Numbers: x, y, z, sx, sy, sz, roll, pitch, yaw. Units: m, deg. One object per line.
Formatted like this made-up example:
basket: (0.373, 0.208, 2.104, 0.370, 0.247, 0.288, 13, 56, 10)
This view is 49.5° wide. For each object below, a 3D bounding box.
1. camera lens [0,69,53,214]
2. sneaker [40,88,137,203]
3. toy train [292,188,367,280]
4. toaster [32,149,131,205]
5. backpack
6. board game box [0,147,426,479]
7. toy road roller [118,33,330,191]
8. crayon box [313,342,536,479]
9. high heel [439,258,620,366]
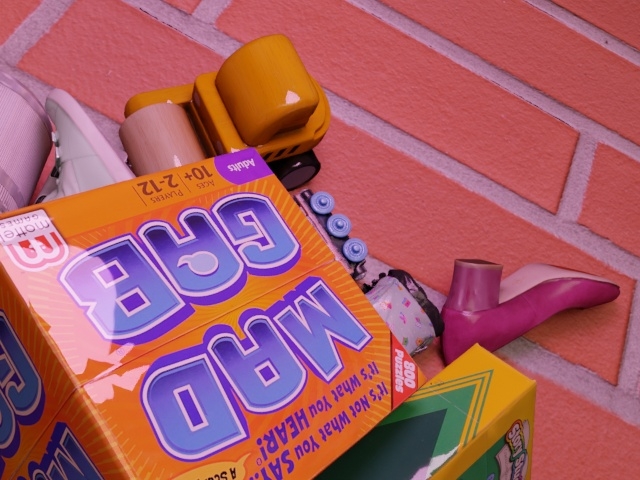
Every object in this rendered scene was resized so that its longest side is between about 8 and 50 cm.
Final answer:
camera lens: (-0.503, -0.094, 0.939, 0.220, 0.219, 0.274, 13, 51, -12)
sneaker: (-0.333, -0.084, 0.890, 0.151, 0.094, 0.256, -37, 61, -5)
toy train: (0.000, 0.000, 1.161, 0.105, 0.080, 0.184, -30, 77, -21)
toaster: (-0.341, -0.030, 1.013, 0.110, 0.185, 0.167, 16, 62, 2)
backpack: (0.097, 0.141, 1.102, 0.182, 0.115, 0.152, -36, 83, -26)
board game box: (-0.181, 0.166, 0.805, 0.356, 0.356, 0.356, -24, 74, -47)
toy road roller: (-0.140, -0.195, 1.112, 0.330, 0.240, 0.202, -19, 72, -25)
crayon box: (0.134, 0.361, 0.880, 0.313, 0.362, 0.106, -31, 41, -29)
high heel: (0.371, 0.133, 1.227, 0.378, 0.127, 0.181, 6, 96, -22)
